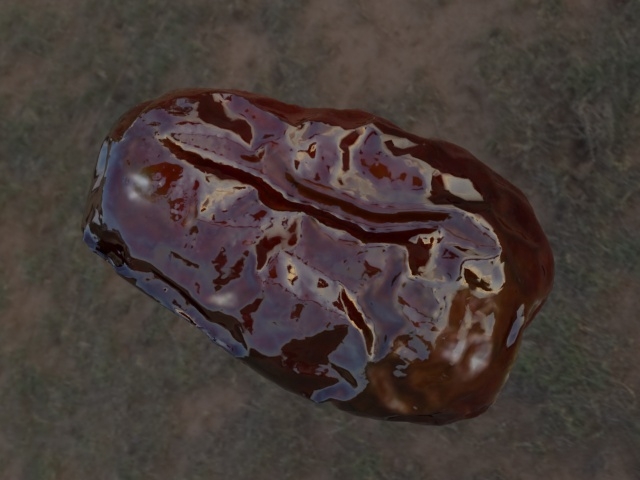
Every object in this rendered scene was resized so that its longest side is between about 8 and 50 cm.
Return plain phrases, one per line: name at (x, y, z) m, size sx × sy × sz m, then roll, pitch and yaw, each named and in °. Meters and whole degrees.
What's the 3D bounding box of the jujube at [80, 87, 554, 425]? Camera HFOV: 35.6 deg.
jujube at (0.000, 0.000, 0.720) m, size 0.216 × 0.342 × 0.216 m, roll -160°, pitch 90°, yaw -82°
